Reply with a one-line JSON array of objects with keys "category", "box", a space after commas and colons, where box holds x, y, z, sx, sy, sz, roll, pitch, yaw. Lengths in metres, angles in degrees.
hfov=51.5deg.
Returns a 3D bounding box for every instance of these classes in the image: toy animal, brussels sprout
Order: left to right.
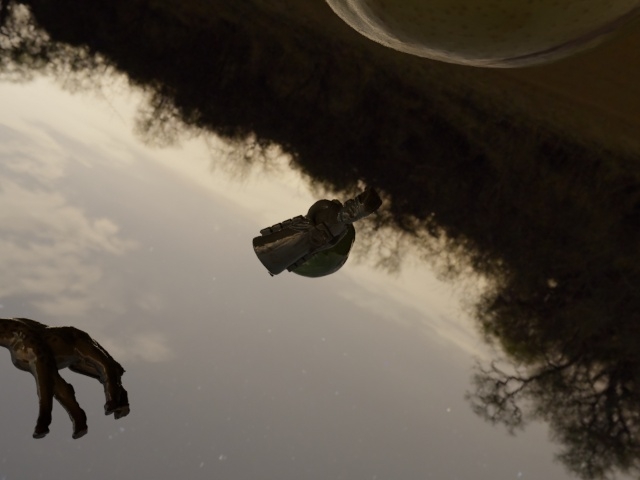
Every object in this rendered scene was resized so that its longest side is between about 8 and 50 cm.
[{"category": "toy animal", "box": [-0.341, 0.129, 0.756, 0.275, 0.054, 0.149, 35, -142, 5]}, {"category": "brussels sprout", "box": [0.001, 0.005, 1.216, 0.122, 0.151, 0.149, 50, -160, -10]}]

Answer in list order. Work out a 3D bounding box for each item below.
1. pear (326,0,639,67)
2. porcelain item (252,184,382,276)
[{"category": "pear", "box": [0.130, -0.258, 0.413, 0.314, 0.314, 0.314, 28, -172, -4]}, {"category": "porcelain item", "box": [-0.002, -0.017, 1.038, 0.084, 0.213, 0.054, 53, -157, -25]}]
